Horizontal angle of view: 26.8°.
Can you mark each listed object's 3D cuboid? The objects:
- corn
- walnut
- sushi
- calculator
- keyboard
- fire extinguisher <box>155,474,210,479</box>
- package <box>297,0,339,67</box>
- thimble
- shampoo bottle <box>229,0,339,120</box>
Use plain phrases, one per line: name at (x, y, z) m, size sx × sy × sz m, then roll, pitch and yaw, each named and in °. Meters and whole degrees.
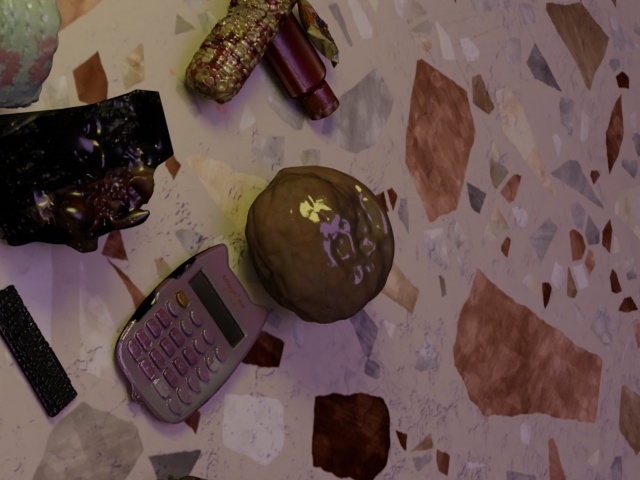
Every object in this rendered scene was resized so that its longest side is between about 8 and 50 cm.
corn at (-0.116, -0.352, 2.195) m, size 0.098 × 0.098 × 0.289 m, roll 40°, pitch 77°, yaw -34°
walnut at (-0.002, 0.001, 2.203) m, size 0.273 × 0.227 × 0.273 m, roll 14°, pitch 68°, yaw -40°
sushi at (-0.351, -0.090, 1.895) m, size 0.227 × 0.216 × 0.212 m, roll -29°, pitch 109°, yaw -67°
calculator at (-0.207, 0.150, 2.096) m, size 0.294 × 0.043 × 0.194 m, roll -48°, pitch 117°, yaw -36°
keyboard at (-0.407, 0.156, 1.899) m, size 0.060 × 0.018 × 0.195 m, roll -45°, pitch 114°, yaw -45°
fire extinguisher at (-0.182, 0.415, 2.039) m, size 0.252 × 0.075 × 0.106 m, roll 24°, pitch 66°, yaw -42°
package at (-0.008, -0.375, 2.367) m, size 0.120 × 0.031 × 0.108 m, roll 47°, pitch 19°, yaw -49°
thimble at (-0.453, -0.276, 1.814) m, size 0.149 × 0.185 × 0.210 m, roll -3°, pitch 88°, yaw -46°
shampoo bottle at (-0.056, -0.328, 2.329) m, size 0.260 × 0.064 × 0.102 m, roll 58°, pitch 44°, yaw -22°
